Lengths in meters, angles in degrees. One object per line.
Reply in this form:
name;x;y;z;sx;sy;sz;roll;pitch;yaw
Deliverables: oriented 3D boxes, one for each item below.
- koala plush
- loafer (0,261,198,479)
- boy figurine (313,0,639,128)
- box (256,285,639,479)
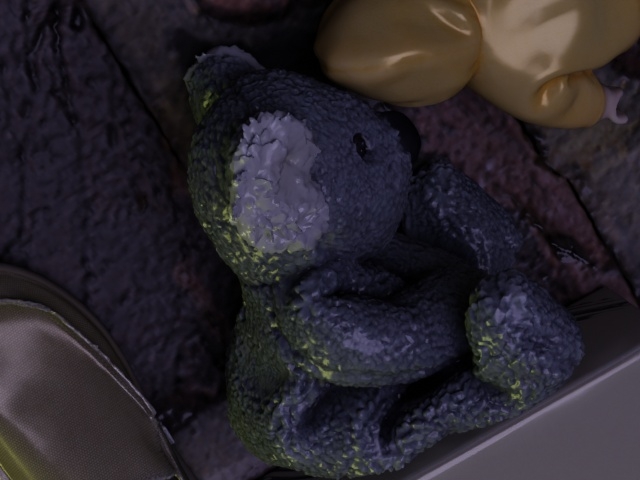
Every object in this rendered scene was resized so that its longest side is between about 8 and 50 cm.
koala plush;0.000;0.000;1.018;0.203;0.196;0.221;-30;118;4
loafer;-0.131;0.123;1.061;0.102;0.092;0.268;-40;115;-3
boy figurine;0.132;-0.140;1.067;0.285;0.092;0.177;-24;113;-9
box;0.099;0.148;1.146;0.275;0.094;0.113;-27;114;-9
